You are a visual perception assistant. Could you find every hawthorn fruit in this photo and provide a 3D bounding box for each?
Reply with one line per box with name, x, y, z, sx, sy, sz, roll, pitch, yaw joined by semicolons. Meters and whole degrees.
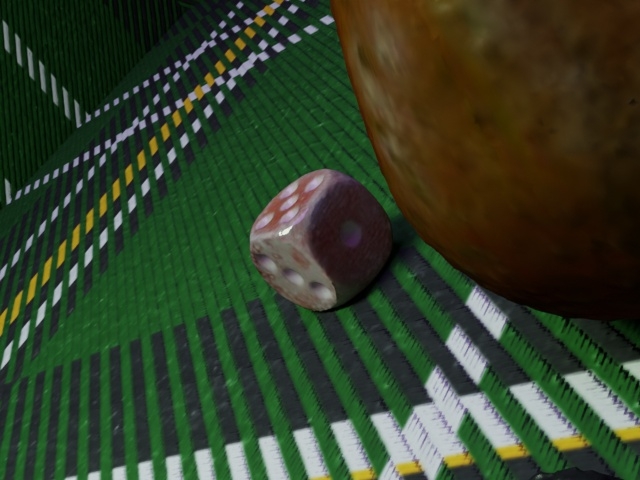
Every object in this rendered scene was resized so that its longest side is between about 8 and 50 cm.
hawthorn fruit;0.173;-0.172;0.642;0.403;0.403;0.403;-35;20;15

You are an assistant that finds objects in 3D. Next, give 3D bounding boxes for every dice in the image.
dice;0.000;0.000;1.015;0.091;0.093;0.094;-11;34;55

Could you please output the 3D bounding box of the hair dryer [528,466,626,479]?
hair dryer;0.158;0.166;0.397;0.251;0.089;0.197;-17;29;36
